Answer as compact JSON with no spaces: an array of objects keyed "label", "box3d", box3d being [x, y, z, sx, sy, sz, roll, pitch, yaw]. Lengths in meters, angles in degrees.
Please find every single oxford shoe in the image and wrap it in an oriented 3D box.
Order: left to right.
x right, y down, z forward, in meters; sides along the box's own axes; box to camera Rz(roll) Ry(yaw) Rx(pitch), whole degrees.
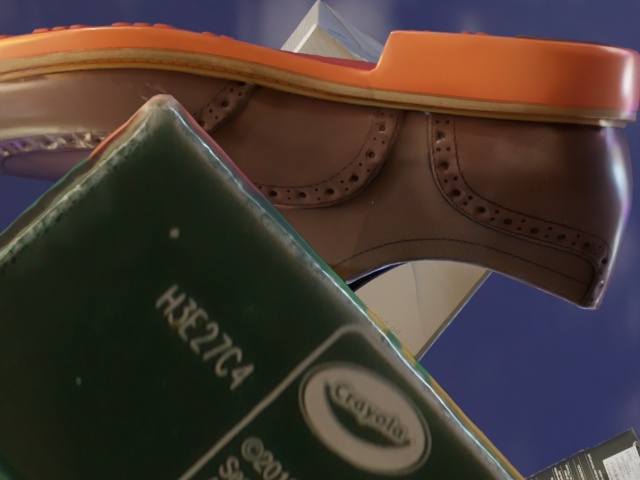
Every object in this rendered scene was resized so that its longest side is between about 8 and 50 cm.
[{"label":"oxford shoe","box3d":[-0.030,-0.022,0.645,0.271,0.097,0.098,2,-87,13]}]

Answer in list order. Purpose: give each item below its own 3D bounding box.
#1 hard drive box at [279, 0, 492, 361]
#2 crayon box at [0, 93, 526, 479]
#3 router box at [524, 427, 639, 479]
[{"label":"hard drive box","box3d":[0.000,0.000,1.177,0.181,0.089,0.232,35,-75,-9]},{"label":"crayon box","box3d":[-0.010,0.080,0.504,0.081,0.318,0.202,-43,-87,-9]},{"label":"router box","box3d":[0.110,0.136,0.758,0.092,0.038,0.122,-28,-46,11]}]
